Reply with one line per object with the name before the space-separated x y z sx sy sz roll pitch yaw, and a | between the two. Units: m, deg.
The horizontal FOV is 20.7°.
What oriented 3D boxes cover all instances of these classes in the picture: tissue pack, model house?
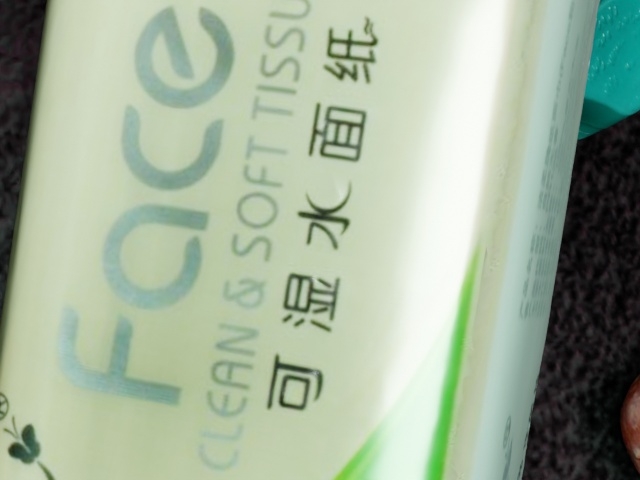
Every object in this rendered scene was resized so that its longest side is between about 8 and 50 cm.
tissue pack | 0.000 0.000 0.746 0.205 0.332 0.405 10 91 11
model house | 0.122 -0.125 0.972 0.127 0.100 0.149 -41 95 -17

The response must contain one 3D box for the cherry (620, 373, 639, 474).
cherry | 0.184 0.130 0.957 0.225 0.090 0.107 -36 103 -9
